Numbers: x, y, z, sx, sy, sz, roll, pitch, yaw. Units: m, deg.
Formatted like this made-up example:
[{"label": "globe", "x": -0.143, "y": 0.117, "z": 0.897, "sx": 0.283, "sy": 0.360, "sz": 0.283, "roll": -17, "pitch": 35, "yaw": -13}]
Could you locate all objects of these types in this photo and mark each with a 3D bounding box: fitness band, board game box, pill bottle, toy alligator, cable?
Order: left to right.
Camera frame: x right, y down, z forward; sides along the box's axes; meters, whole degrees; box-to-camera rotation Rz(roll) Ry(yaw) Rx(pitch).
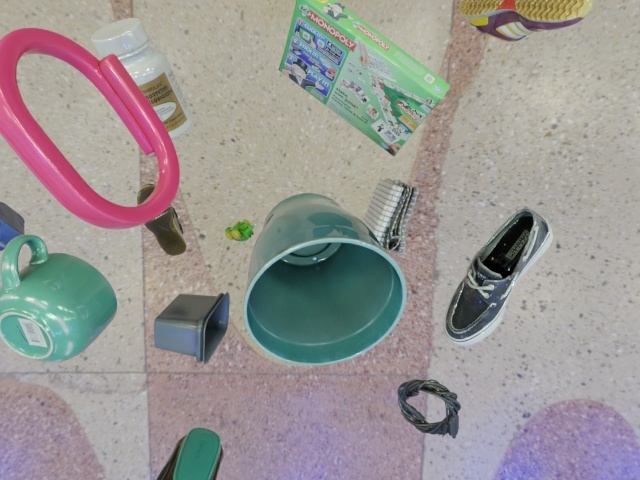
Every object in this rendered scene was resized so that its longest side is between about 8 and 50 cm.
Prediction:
[{"label": "fitness band", "x": -0.320, "y": -0.152, "z": 0.642, "sx": 0.054, "sy": 0.209, "sz": 0.290, "roll": -15, "pitch": 119, "yaw": 32}, {"label": "pill bottle", "x": -0.372, "y": -0.333, "z": 0.967, "sx": 0.131, "sy": 0.131, "sz": 0.229, "roll": -17, "pitch": 134, "yaw": 0}, {"label": "toy alligator", "x": -0.209, "y": -0.024, "z": 1.268, "sx": 0.056, "sy": 0.190, "sz": 0.051, "roll": -48, "pitch": 113, "yaw": -31}, {"label": "board game box", "x": 0.072, "y": -0.325, "z": 0.915, "sx": 0.317, "sy": 0.213, "sz": 0.046, "roll": 37, "pitch": 65, "yaw": -1}, {"label": "cable", "x": 0.251, "y": 0.383, "z": 1.075, "sx": 0.151, "sy": 0.047, "sz": 0.184, "roll": 13, "pitch": 129, "yaw": 35}]

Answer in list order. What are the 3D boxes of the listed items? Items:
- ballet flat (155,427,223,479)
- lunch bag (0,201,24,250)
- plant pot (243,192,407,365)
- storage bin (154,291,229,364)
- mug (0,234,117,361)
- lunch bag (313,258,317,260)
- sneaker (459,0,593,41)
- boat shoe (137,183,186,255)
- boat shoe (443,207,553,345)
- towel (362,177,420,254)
[{"label": "ballet flat", "x": -0.187, "y": 0.354, "z": 0.589, "sx": 0.096, "sy": 0.280, "sz": 0.096, "roll": 22, "pitch": 97, "yaw": 2}, {"label": "lunch bag", "x": -0.662, "y": -0.024, "z": 0.944, "sx": 0.065, "sy": 0.098, "sz": 0.067, "roll": -37, "pitch": 132, "yaw": -4}, {"label": "plant pot", "x": -0.008, "y": 0.044, "z": 0.857, "sx": 0.272, "sy": 0.255, "sz": 0.271, "roll": -5, "pitch": 123, "yaw": -7}, {"label": "storage bin", "x": -0.218, "y": 0.146, "z": 0.780, "sx": 0.091, "sy": 0.135, "sz": 0.098, "roll": 7, "pitch": 108, "yaw": 5}, {"label": "mug", "x": -0.363, "y": 0.086, "z": 0.599, "sx": 0.158, "sy": 0.097, "sz": 0.129, "roll": 41, "pitch": 119, "yaw": -12}, {"label": "lunch bag", "x": 0.000, "y": 0.000, "z": 1.338, "sx": 0.152, "sy": 0.096, "sz": 0.128, "roll": -3, "pitch": 71, "yaw": 6}, {"label": "sneaker", "x": 0.291, "y": -0.319, "z": 0.641, "sx": 0.084, "sy": 0.186, "sz": 0.069, "roll": 17, "pitch": 102, "yaw": -45}, {"label": "boat shoe", "x": -0.283, "y": -0.040, "z": 0.814, "sx": 0.056, "sy": 0.049, "sz": 0.152, "roll": -18, "pitch": 130, "yaw": -11}, {"label": "boat shoe", "x": 0.327, "y": 0.072, "z": 0.883, "sx": 0.301, "sy": 0.102, "sz": 0.108, "roll": -55, "pitch": 50, "yaw": 12}, {"label": "towel", "x": 0.233, "y": -0.085, "z": 1.537, "sx": 0.122, "sy": 0.283, "sz": 0.234, "roll": 19, "pitch": 97, "yaw": -6}]
